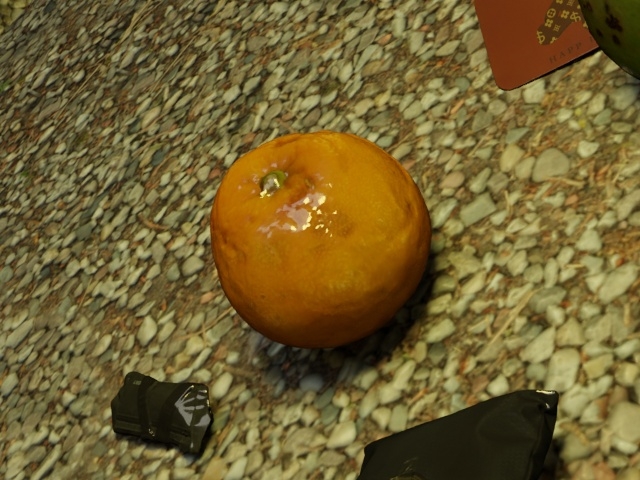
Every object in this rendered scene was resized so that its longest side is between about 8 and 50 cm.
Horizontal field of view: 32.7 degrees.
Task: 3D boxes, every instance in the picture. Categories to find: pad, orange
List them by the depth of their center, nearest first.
[{"bbox_3d":[0.000,0.000,1.267,0.261,0.261,0.261,-25,41,24],"label":"orange"},{"bbox_3d":[0.323,-0.314,1.393,0.267,0.004,0.181,-26,60,29],"label":"pad"}]

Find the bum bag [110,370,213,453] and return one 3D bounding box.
[{"bbox_3d":[-0.201,0.219,1.399,0.197,0.049,0.087,2,81,43],"label":"bum bag"}]

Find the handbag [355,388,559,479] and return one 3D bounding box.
[{"bbox_3d":[0.097,0.246,1.028,0.254,0.089,0.211,-26,23,41],"label":"handbag"}]

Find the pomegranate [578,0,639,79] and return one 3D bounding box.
[{"bbox_3d":[0.412,-0.263,1.101,0.290,0.291,0.323,-30,40,18],"label":"pomegranate"}]
